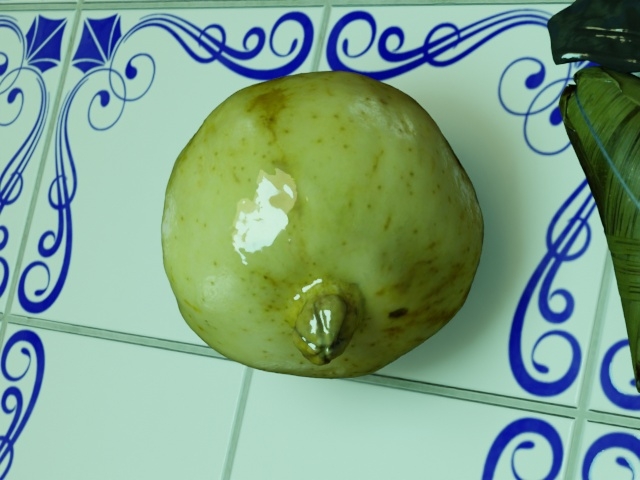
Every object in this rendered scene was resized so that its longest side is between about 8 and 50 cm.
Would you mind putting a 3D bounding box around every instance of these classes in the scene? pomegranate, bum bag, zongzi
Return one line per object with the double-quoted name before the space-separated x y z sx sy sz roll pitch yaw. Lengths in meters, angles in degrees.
"pomegranate" 0.000 0.000 1.861 0.410 0.410 0.410 -12 69 35
"bum bag" 0.405 -0.226 1.775 0.310 0.074 0.137 12 52 16
"zongzi" 0.341 -0.016 1.778 0.286 0.138 0.300 37 107 42
